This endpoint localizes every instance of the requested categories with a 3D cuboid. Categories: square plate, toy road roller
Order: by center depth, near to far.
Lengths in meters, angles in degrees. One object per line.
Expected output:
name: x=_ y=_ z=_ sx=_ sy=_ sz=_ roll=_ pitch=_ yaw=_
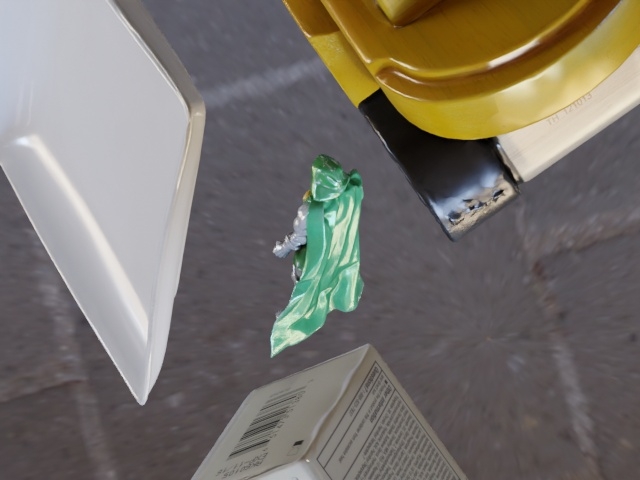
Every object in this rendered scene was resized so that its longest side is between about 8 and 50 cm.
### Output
toy road roller: x=0.061 y=-0.188 z=1.073 sx=0.202 sy=0.240 sz=0.329 roll=-34 pitch=50 yaw=4
square plate: x=-0.187 y=-0.096 z=1.648 sx=0.049 sy=0.347 sz=0.344 roll=-16 pitch=52 yaw=-26

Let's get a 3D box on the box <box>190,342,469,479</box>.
box: x=0.054 y=0.245 z=1.395 sx=0.121 sy=0.148 sz=0.311 roll=-24 pitch=108 yaw=35

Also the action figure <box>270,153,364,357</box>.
action figure: x=0.000 y=0.000 z=1.900 sx=0.063 sy=0.232 sz=0.137 roll=35 pitch=55 yaw=19
